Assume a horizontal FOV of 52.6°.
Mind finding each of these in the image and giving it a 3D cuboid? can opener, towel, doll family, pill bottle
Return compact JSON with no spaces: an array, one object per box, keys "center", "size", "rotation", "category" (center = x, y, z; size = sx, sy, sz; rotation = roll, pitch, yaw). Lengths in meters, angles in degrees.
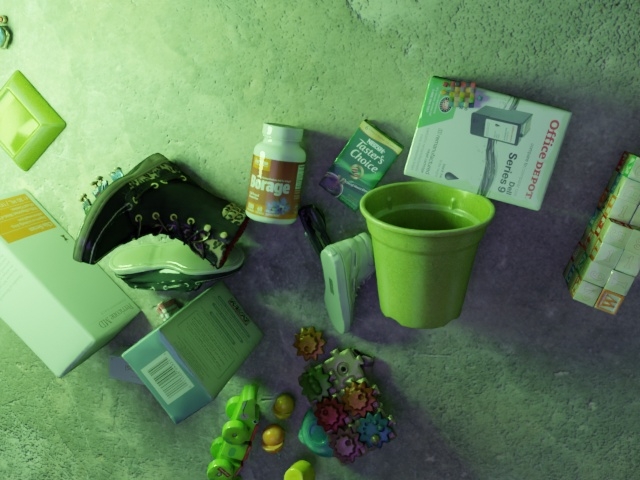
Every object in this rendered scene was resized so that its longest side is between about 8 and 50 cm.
[{"center":[0.000,0.000,1.522],"size":[0.059,0.073,0.186],"rotation":[-19,108,10],"category":"can opener"},{"center":[-0.336,0.230,1.621],"size":[0.029,0.144,0.197],"rotation":[-37,93,-2],"category":"towel"},{"center":[-0.523,-0.095,1.605],"size":[0.193,0.076,0.111],"rotation":[-39,71,40],"category":"doll family"},{"center":[-0.099,-0.153,1.471],"size":[0.121,0.121,0.216],"rotation":[11,104,11],"category":"pill bottle"}]

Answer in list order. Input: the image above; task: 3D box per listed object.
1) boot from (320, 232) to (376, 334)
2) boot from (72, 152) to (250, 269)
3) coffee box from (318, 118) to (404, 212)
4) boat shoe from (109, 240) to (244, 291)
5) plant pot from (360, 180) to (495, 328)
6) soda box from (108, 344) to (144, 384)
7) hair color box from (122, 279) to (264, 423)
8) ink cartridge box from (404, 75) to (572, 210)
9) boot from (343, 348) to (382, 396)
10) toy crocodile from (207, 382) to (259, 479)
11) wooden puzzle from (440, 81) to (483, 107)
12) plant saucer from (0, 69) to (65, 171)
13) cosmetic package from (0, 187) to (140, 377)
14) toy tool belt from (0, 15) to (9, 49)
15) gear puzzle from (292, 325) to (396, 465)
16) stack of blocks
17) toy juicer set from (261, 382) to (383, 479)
[{"center":[0.078,0.102,1.508],"size":[0.123,0.095,0.258],"rotation":[-23,133,-21],"category":"boot"},{"center":[-0.339,-0.029,1.448],"size":[0.284,0.377,0.138],"rotation":[29,126,0],"category":"boot"},{"center":[0.091,-0.168,1.463],"size":[0.113,0.040,0.184],"rotation":[39,110,2],"category":"coffee box"},{"center":[-0.344,0.076,1.600],"size":[0.340,0.127,0.113],"rotation":[-6,131,7],"category":"boat shoe"},{"center":[0.219,0.039,1.387],"size":[0.276,0.276,0.253],"rotation":[6,116,13],"category":"plant pot"},{"center":[-0.443,0.336,1.706],"size":[0.216,0.074,0.069],"rotation":[7,105,12],"category":"soda box"},{"center":[-0.273,0.237,1.478],"size":[0.114,0.374,0.185],"rotation":[-36,93,17],"category":"hair color box"},{"center":[0.344,-0.205,1.348],"size":[0.289,0.121,0.211],"rotation":[16,106,10],"category":"ink cartridge box"},{"center":[0.110,0.321,1.582],"size":[0.118,0.042,0.087],"rotation":[24,106,7],"category":"boot"},{"center":[-0.217,0.519,1.677],"size":[0.105,0.115,0.340],"rotation":[17,110,-11],"category":"toy crocodile"},{"center":[0.279,-0.287,1.277],"size":[0.083,0.006,0.049],"rotation":[5,101,12],"category":"wooden puzzle"},{"center":[-0.772,-0.299,1.644],"size":[0.188,0.045,0.188],"rotation":[-41,91,20],"category":"plant saucer"},{"center":[-0.704,0.096,1.630],"size":[0.161,0.230,0.453],"rotation":[-43,92,19],"category":"cosmetic package"},{"center":[-0.796,-0.512,1.593],"size":[0.052,0.051,0.083],"rotation":[15,107,10],"category":"toy tool belt"},{"center":[0.038,0.354,1.551],"size":[0.175,0.044,0.339],"rotation":[-32,75,12],"category":"gear puzzle"},{"center":[0.602,-0.021,1.305],"size":[0.087,0.171,0.297],"rotation":[22,107,8],"category":"stack of blocks"},{"center":[-0.012,0.450,1.634],"size":[0.209,0.089,0.329],"rotation":[45,101,21],"category":"toy juicer set"}]
